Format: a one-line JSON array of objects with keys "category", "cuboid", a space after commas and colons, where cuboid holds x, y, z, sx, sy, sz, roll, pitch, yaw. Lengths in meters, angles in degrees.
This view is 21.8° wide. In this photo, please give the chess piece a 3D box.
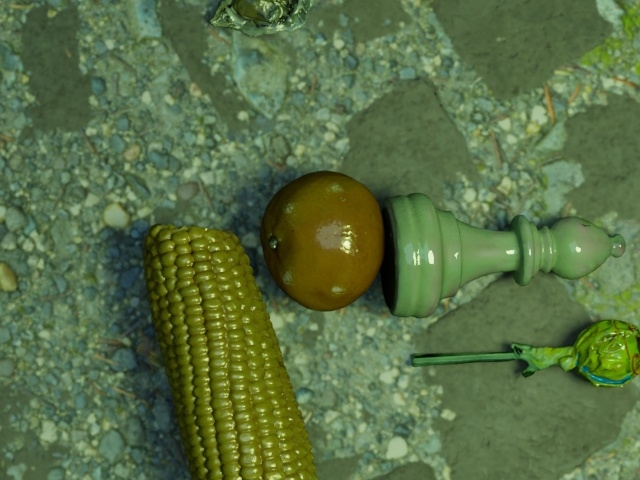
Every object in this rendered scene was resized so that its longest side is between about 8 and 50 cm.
[{"category": "chess piece", "cuboid": [0.206, 0.012, 1.848, 0.271, 0.139, 0.139, -3, 83, -8]}]

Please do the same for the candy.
[{"category": "candy", "cuboid": [0.232, 0.130, 1.855, 0.262, 0.073, 0.077, -3, 110, 11]}]

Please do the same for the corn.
[{"category": "corn", "cuboid": [-0.099, 0.157, 1.834, 0.144, 0.144, 0.387, -15, 83, 3]}]

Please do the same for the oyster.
[{"category": "oyster", "cuboid": [-0.065, -0.275, 1.941, 0.100, 0.037, 0.098, 25, 105, -13]}]

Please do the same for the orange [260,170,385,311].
[{"category": "orange", "cuboid": [0.000, 0.000, 1.837, 0.124, 0.156, 0.156, 4, 83, -26]}]
